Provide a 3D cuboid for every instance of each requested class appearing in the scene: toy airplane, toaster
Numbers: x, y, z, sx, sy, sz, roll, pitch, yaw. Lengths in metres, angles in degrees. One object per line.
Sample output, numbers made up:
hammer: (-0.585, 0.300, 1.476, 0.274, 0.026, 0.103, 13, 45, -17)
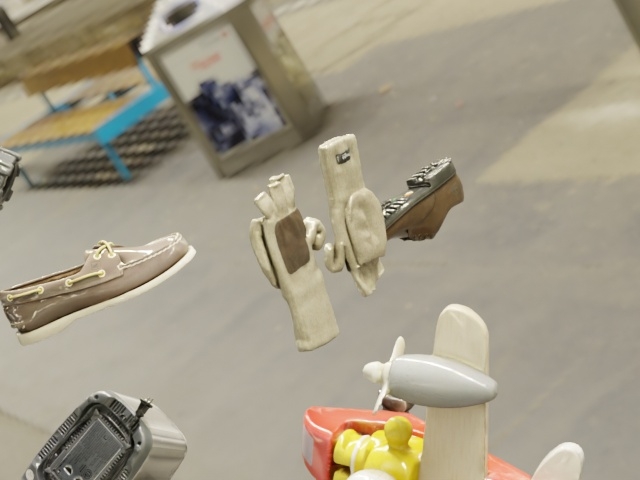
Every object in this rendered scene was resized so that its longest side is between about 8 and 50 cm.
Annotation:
toy airplane: (0.145, 0.326, 1.773, 0.272, 0.386, 0.384, -11, -22, -46)
toaster: (-0.274, 0.289, 1.810, 0.227, 0.129, 0.146, -51, -22, 5)

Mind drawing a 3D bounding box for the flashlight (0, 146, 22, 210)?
flashlight: (-0.641, -0.147, 2.228, 0.103, 0.304, 0.103, -70, 1, -55)

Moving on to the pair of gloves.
pair of gloves: (0.000, 0.000, 1.637, 0.042, 0.204, 0.240, -9, 19, 35)

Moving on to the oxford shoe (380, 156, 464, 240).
oxford shoe: (0.135, -0.027, 2.091, 0.227, 0.096, 0.083, -36, 19, -19)

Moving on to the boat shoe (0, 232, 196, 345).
boat shoe: (-0.361, 0.060, 2.222, 0.324, 0.096, 0.116, -25, 12, 6)
